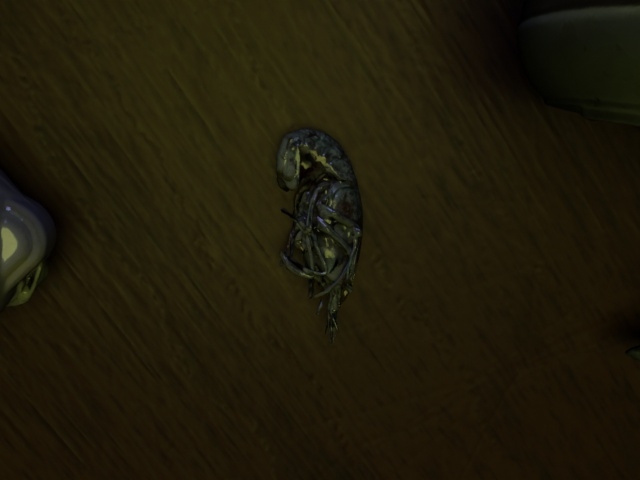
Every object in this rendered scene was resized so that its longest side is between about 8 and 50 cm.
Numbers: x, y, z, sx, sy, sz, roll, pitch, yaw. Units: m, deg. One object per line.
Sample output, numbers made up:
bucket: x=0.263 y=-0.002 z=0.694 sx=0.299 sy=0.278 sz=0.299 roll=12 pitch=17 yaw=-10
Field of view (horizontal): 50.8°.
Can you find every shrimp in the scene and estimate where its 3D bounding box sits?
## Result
shrimp: x=0.000 y=0.000 z=0.501 sx=0.065 sy=0.056 sz=0.165 roll=-2 pitch=93 yaw=-19

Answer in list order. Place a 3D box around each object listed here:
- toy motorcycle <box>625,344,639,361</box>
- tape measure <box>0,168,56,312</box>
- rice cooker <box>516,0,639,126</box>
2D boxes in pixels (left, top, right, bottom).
toy motorcycle: x=0.397 y=0.069 z=0.487 sx=0.307 sy=0.108 sz=0.173 roll=17 pitch=85 yaw=16
tape measure: x=-0.297 y=-0.010 z=0.459 sx=0.178 sy=0.105 sz=0.196 roll=-37 pitch=104 yaw=-3
rice cooker: x=0.277 y=-0.205 z=0.342 sx=0.335 sy=0.335 sz=0.325 roll=9 pitch=103 yaw=-6
